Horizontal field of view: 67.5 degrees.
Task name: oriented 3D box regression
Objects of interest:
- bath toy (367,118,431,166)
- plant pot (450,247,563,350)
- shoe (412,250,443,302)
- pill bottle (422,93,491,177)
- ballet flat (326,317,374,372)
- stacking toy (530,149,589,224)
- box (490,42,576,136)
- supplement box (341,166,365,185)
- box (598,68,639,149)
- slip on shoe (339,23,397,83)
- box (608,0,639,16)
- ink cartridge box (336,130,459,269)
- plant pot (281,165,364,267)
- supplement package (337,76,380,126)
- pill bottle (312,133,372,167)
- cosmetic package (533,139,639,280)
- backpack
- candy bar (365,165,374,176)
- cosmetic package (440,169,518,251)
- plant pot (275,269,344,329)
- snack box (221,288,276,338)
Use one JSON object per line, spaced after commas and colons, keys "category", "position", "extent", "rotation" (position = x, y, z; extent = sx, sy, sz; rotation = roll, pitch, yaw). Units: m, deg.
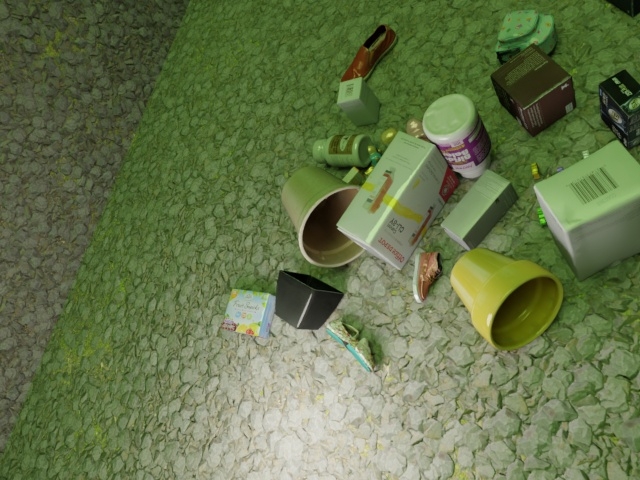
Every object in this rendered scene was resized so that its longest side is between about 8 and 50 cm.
{"category": "bath toy", "position": [0.353, -0.386, 1.798], "extent": [0.348, 0.151, 0.129], "rotation": [-24, 22, 23]}
{"category": "plant pot", "position": [0.513, 0.145, 1.383], "extent": [0.254, 0.254, 0.239], "rotation": [-47, 35, 7]}
{"category": "shoe", "position": [0.359, 0.118, 1.595], "extent": [0.081, 0.063, 0.178], "rotation": [-10, 59, 36]}
{"category": "pill bottle", "position": [0.463, -0.328, 1.577], "extent": [0.169, 0.301, 0.169], "rotation": [-15, 61, 28]}
{"category": "ballet flat", "position": [0.115, 0.348, 1.648], "extent": [0.077, 0.091, 0.241], "rotation": [-40, 53, -16]}
{"category": "stacking toy", "position": [0.751, -0.161, 1.473], "extent": [0.166, 0.052, 0.221], "rotation": [-12, 65, 31]}
{"category": "box", "position": [0.700, -0.495, 1.580], "extent": [0.167, 0.168, 0.203], "rotation": [-35, 53, 15]}
{"category": "supplement box", "position": [0.124, -0.238, 1.917], "extent": [0.098, 0.062, 0.036], "rotation": [-48, 52, 5]}
{"category": "box", "position": [0.889, -0.376, 1.391], "extent": [0.077, 0.180, 0.147], "rotation": [-30, 56, 18]}
{"category": "slip on shoe", "position": [0.198, -0.806, 2.104], "extent": [0.331, 0.101, 0.123], "rotation": [-47, 53, 8]}
{"category": "box", "position": [1.051, -0.863, 1.552], "extent": [0.207, 0.108, 0.153], "rotation": [-38, 54, 14]}
{"category": "ink cartridge box", "position": [0.270, -0.125, 1.631], "extent": [0.160, 0.279, 0.385], "rotation": [34, 90, 38]}
{"category": "plant pot", "position": [0.008, -0.119, 1.796], "extent": [0.334, 0.333, 0.305], "rotation": [-48, 43, 6]}
{"category": "supplement package", "position": [0.159, -0.565, 1.967], "extent": [0.105, 0.179, 0.105], "rotation": [-5, 66, 32]}
{"category": "pill bottle", "position": [0.088, -0.365, 1.955], "extent": [0.229, 0.131, 0.131], "rotation": [7, 73, 36]}
{"category": "cosmetic package", "position": [0.713, -0.057, 1.234], "extent": [0.217, 0.385, 0.156], "rotation": [-30, 57, 17]}
{"category": "backpack", "position": [0.726, -0.720, 1.685], "extent": [0.188, 0.144, 0.166], "rotation": [13, 71, 34]}
{"category": "candy bar", "position": [0.230, -0.232, 1.872], "extent": [0.040, 0.018, 0.161], "rotation": [-43, 51, 10]}
{"category": "cosmetic package", "position": [0.514, -0.094, 1.550], "extent": [0.107, 0.127, 0.238], "rotation": [39, 95, 38]}
{"category": "plant pot", "position": [-0.060, 0.227, 1.763], "extent": [0.188, 0.187, 0.167], "rotation": [26, 96, 38]}
{"category": "snack box", "position": [-0.289, 0.294, 1.946], "extent": [0.207, 0.070, 0.175], "rotation": [4, 72, 34]}
